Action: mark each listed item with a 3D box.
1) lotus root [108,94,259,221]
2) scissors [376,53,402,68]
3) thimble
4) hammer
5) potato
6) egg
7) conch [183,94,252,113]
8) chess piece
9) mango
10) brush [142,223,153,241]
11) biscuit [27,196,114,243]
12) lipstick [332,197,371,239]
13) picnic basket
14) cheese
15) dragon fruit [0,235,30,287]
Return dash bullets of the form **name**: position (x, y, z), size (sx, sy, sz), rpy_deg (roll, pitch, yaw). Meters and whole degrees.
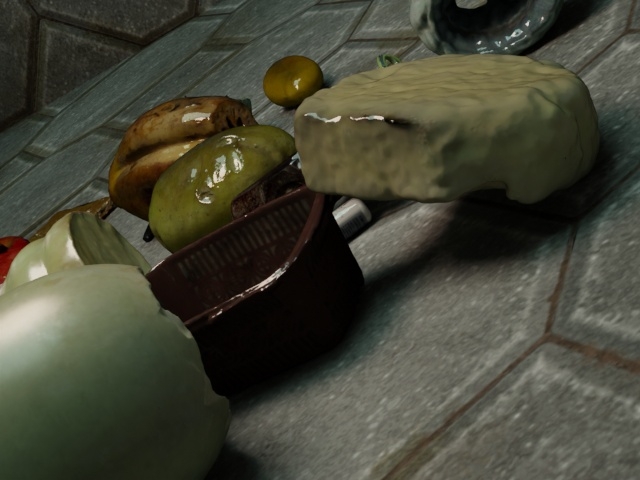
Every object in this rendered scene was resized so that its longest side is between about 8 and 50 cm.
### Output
- **lotus root**: position (-0.224, -0.129, 2.289), size (0.291, 0.193, 0.193), rpy_deg (-19, 24, 40)
- **scissors**: position (0.136, -0.180, 1.912), size (0.020, 0.133, 0.187), rpy_deg (-56, 20, 31)
- **thimble**: position (0.238, -0.366, 2.011), size (0.250, 0.205, 0.172), rpy_deg (-33, 18, 20)
- **hammer**: position (0.057, -0.143, 1.972), size (0.242, 0.095, 0.409), rpy_deg (-38, 4, 38)
- **potato**: position (-0.137, -0.075, 2.066), size (0.228, 0.149, 0.197), rpy_deg (-22, 8, 43)
- **egg**: position (-0.265, 0.187, 1.417), size (0.336, 0.278, 0.278), rpy_deg (-32, 18, -6)
- **conch**: position (-0.201, -0.175, 2.438), size (0.172, 0.131, 0.200), rpy_deg (0, 2, 0)
- **chess piece**: position (-0.410, 0.172, 1.834), size (0.442, 0.234, 0.234), rpy_deg (-36, 18, 9)
- **mango**: position (-0.045, -0.274, 2.503), size (0.103, 0.076, 0.161), rpy_deg (-33, 21, -6)
- **brush**: position (-0.272, -0.046, 2.437), size (0.063, 0.016, 0.193), rpy_deg (-29, 19, 22)
- **biscuit**: position (-0.481, -0.025, 2.744), size (0.230, 0.025, 0.131), rpy_deg (-11, 32, 52)
- **lipstick**: position (0.000, 0.000, 1.797), size (0.141, 0.040, 0.040), rpy_deg (-37, 18, -6)
- **picnic basket**: position (-0.083, 0.075, 1.619), size (0.296, 0.129, 0.222), rpy_deg (-26, 22, 29)
- **cheese**: position (0.135, -0.118, 1.549), size (0.326, 0.115, 0.318), rpy_deg (-11, 19, -7)
- **dragon fruit**: position (-0.533, 0.114, 2.179), size (0.282, 0.100, 0.344), rpy_deg (-22, 40, 55)
